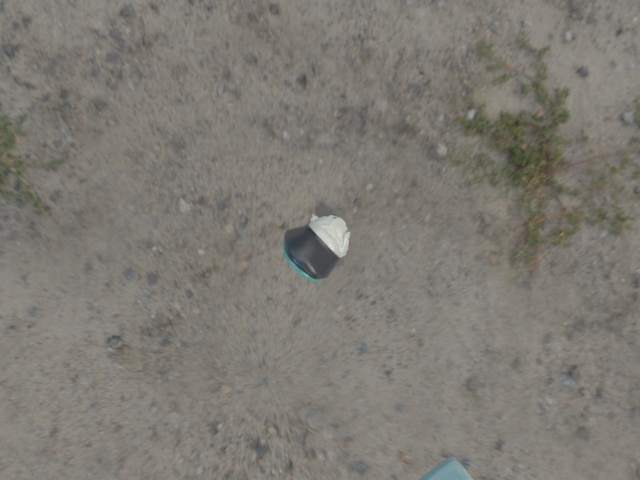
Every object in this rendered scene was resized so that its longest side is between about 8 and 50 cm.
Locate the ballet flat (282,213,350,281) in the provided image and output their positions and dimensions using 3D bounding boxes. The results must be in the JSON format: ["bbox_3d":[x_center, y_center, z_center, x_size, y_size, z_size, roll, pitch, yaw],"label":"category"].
[{"bbox_3d":[0.000,0.000,1.004,0.074,0.203,0.074,0,92,4],"label":"ballet flat"}]

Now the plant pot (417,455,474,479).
[{"bbox_3d":[0.131,0.497,1.173,0.252,0.247,0.248,-21,53,-28],"label":"plant pot"}]
